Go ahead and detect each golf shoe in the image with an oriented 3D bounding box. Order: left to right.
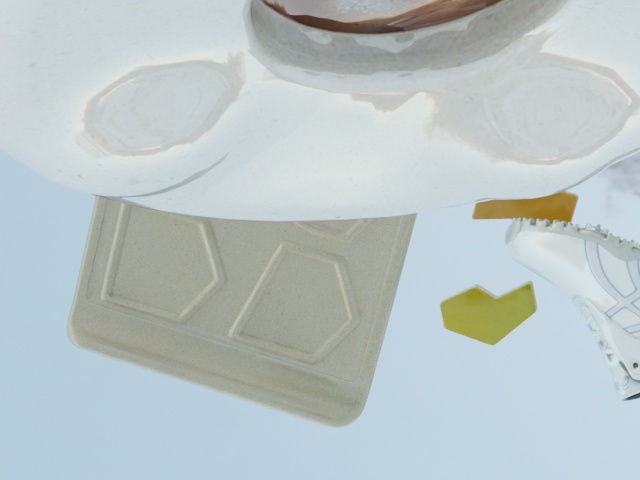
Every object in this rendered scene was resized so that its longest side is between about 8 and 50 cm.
[{"bbox_3d":[0.179,0.047,0.957,0.176,0.069,0.086,26,-96,13],"label":"golf shoe"}]

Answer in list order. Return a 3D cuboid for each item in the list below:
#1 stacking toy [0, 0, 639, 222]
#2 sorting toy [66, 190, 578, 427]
[{"bbox_3d":[0.006,-0.274,0.644,0.350,0.350,0.480,3,-114,-25],"label":"stacking toy"},{"bbox_3d":[0.000,0.000,1.081,0.307,0.041,0.229,16,-82,9],"label":"sorting toy"}]
